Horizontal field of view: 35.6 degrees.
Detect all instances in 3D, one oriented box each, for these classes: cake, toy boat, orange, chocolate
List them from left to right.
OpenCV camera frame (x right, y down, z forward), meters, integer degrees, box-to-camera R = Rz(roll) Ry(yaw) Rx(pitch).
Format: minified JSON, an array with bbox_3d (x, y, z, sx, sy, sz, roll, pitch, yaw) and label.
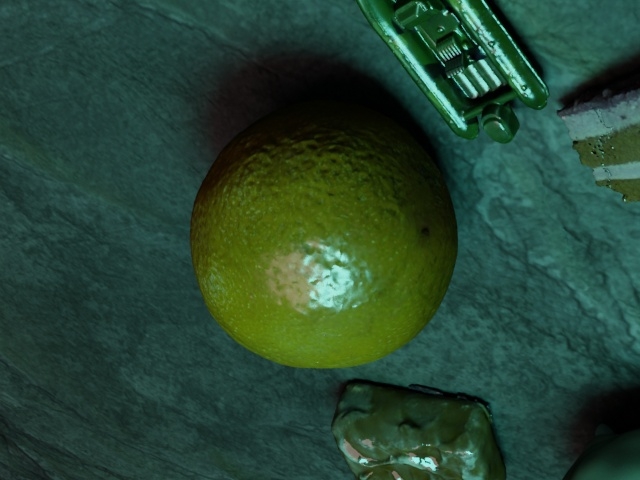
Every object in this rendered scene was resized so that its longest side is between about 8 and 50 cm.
[{"bbox_3d":[0.000,0.000,0.937,0.264,0.264,0.264,17,138,15],"label":"orange"},{"bbox_3d":[0.115,0.260,1.240,0.214,0.093,0.148,2,131,29],"label":"chocolate"},{"bbox_3d":[0.104,-0.169,0.838,0.104,0.052,0.210,-19,121,45],"label":"toy boat"},{"bbox_3d":[0.320,-0.102,0.768,0.116,0.113,0.295,52,147,-17],"label":"cake"}]

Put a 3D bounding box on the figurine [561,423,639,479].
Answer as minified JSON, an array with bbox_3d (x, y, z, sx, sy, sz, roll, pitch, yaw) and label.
[{"bbox_3d":[0.349,0.350,0.990,0.203,0.381,0.248,-2,156,-10],"label":"figurine"}]
